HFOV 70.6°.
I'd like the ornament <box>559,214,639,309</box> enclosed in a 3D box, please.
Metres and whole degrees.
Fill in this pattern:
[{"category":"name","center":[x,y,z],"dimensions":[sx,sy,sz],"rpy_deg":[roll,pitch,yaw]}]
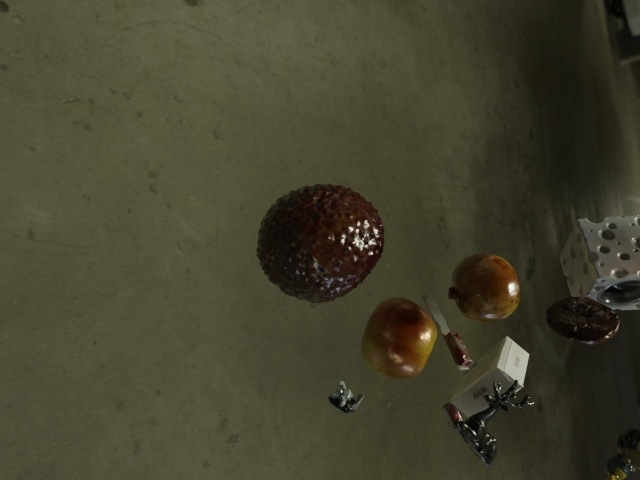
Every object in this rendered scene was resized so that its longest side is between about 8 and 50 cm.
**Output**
[{"category":"ornament","center":[0.997,0.081,1.540],"dimensions":[0.239,0.239,0.240],"rpy_deg":[75,14,-51]}]

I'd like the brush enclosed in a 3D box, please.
[{"category":"brush","center":[0.462,0.321,1.651],"dimensions":[0.060,0.050,0.321],"rpy_deg":[12,39,-30]}]

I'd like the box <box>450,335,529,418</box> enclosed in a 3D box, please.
[{"category":"box","center":[0.639,0.522,1.706],"dimensions":[0.116,0.274,0.203],"rpy_deg":[40,36,11]}]

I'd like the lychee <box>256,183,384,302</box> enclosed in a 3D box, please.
[{"category":"lychee","center":[0.000,0.000,0.943],"dimensions":[0.260,0.260,0.261],"rpy_deg":[11,76,-49]}]

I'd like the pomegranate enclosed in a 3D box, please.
[{"category":"pomegranate","center":[0.503,0.146,1.413],"dimensions":[0.215,0.215,0.216],"rpy_deg":[11,76,-49]}]

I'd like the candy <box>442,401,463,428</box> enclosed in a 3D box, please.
[{"category":"candy","center":[0.526,0.700,1.805],"dimensions":[0.043,0.103,0.103],"rpy_deg":[-23,106,-8]}]

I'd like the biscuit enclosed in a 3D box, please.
[{"category":"biscuit","center":[0.768,0.232,1.337],"dimensions":[0.192,0.191,0.050],"rpy_deg":[-48,129,-43]}]

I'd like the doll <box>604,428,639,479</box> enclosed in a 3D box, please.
[{"category":"doll","center":[0.809,0.573,1.182],"dimensions":[0.102,0.088,0.179],"rpy_deg":[42,76,-43]}]

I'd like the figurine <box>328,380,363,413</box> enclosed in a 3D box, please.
[{"category":"figurine","center":[0.070,0.462,1.320],"dimensions":[0.082,0.086,0.094],"rpy_deg":[-59,166,15]}]

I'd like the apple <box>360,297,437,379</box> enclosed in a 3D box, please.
[{"category":"apple","center":[0.273,0.346,1.582],"dimensions":[0.286,0.232,0.286],"rpy_deg":[-55,158,-36]}]

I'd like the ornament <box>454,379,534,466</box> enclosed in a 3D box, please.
[{"category":"ornament","center":[0.529,0.530,1.338],"dimensions":[0.236,0.080,0.202],"rpy_deg":[-39,111,-11]}]
